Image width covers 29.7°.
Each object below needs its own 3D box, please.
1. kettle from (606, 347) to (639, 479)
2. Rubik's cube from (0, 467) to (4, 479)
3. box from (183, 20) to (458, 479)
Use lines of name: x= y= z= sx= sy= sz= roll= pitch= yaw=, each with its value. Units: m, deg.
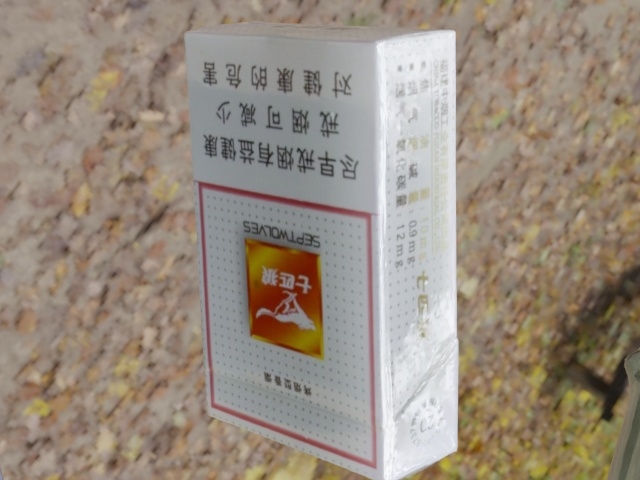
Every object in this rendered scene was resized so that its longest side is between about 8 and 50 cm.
kettle: x=0.383 y=0.267 z=1.108 sx=0.205 sy=0.265 sz=0.318 roll=50 pitch=51 yaw=-44
Rubik's cube: x=-0.440 y=0.113 z=0.921 sx=0.318 sy=0.316 sz=0.313 roll=-17 pitch=112 yaw=-23
box: x=-0.001 y=0.000 z=0.943 sx=0.095 sy=0.210 sz=0.330 roll=-14 pitch=109 yaw=-44
